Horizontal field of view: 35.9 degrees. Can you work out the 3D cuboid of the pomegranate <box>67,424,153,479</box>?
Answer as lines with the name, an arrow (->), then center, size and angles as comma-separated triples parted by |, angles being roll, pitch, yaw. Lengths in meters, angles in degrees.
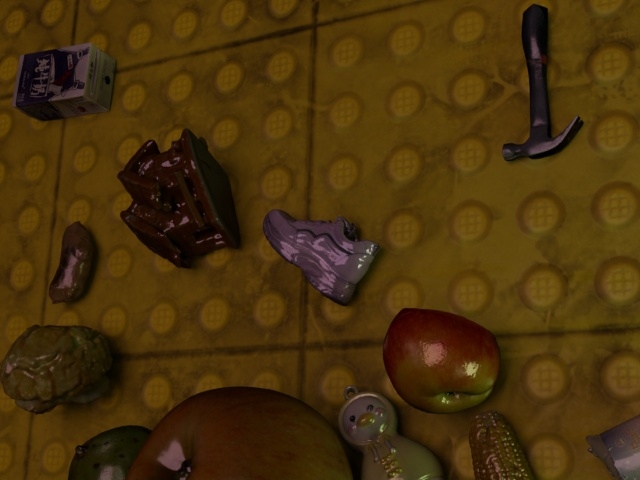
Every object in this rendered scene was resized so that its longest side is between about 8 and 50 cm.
pomegranate -> -0.358, 0.466, 1.862 | 0.211, 0.211, 0.263 | -44, 104, 12

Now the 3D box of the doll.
doll -> 0.110, 0.362, 1.654 | 0.141, 0.117, 0.296 | -36, 61, 3

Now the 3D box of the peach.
peach -> 0.198, 0.185, 1.626 | 0.190, 0.190, 0.192 | -29, 51, 19

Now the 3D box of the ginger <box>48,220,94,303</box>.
ginger -> -0.536, 0.050, 2.141 | 0.095, 0.069, 0.190 | 8, 79, 26

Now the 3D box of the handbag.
handbag -> 0.496, 0.315, 1.473 | 0.173, 0.095, 0.117 | -27, 58, 11

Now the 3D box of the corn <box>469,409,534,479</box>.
corn -> 0.296, 0.396, 1.555 | 0.097, 0.097, 0.261 | -23, 64, 22

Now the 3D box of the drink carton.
drink carton -> -0.589, -0.363, 2.278 | 0.222, 0.102, 0.134 | -3, 72, 27

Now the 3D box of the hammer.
hammer -> 0.388, -0.285, 1.737 | 0.137, 0.037, 0.290 | -6, 73, 28

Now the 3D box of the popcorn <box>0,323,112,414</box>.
popcorn -> -0.535, 0.256, 1.999 | 0.221, 0.204, 0.183 | -13, 95, 6

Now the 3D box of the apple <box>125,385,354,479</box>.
apple -> -0.141, 0.435, 1.631 | 0.400, 0.333, 0.400 | -17, 63, 38

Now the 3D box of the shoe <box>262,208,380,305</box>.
shoe -> 0.000, 0.000, 1.844 | 0.137, 0.095, 0.245 | -49, 62, 4

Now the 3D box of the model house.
model house -> -0.300, -0.071, 1.978 | 0.229, 0.199, 0.219 | -23, 53, 17
